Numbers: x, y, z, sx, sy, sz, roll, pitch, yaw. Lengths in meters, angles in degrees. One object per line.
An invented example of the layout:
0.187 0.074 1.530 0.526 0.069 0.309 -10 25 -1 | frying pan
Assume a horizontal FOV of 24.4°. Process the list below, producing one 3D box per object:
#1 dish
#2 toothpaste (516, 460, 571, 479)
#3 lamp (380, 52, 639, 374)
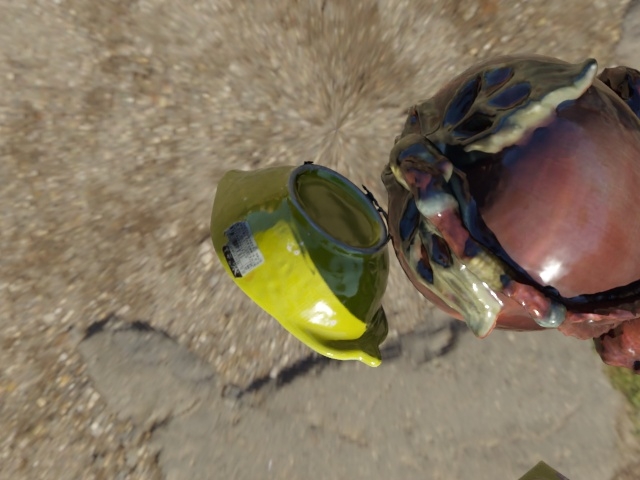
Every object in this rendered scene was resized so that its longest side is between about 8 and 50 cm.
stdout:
0.000 0.000 1.179 0.208 0.149 0.080 49 126 16 | dish
0.152 0.241 1.054 0.110 0.327 0.077 32 101 17 | toothpaste
0.120 -0.025 0.821 0.151 0.215 0.223 -25 137 25 | lamp
